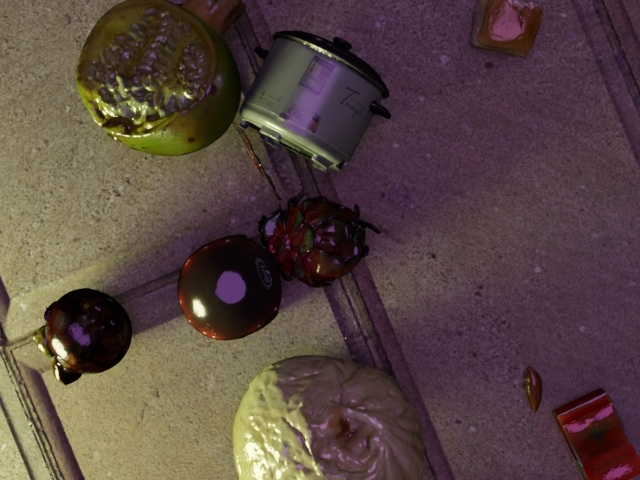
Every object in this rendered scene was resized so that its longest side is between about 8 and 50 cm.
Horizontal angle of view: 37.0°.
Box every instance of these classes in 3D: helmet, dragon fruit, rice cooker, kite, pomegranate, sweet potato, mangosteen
[{"bbox_3d":[-0.168,0.089,1.782,0.216,0.193,0.189,-23,89,41],"label":"helmet"},{"bbox_3d":[-0.008,0.000,1.786,0.188,0.182,0.182,12,89,37],"label":"dragon fruit"},{"bbox_3d":[-0.009,-0.264,1.750,0.280,0.241,0.227,27,90,16],"label":"rice cooker"},{"bbox_3d":[-0.130,-0.169,1.782,0.009,0.189,0.232,-29,65,-4],"label":"kite"},{"bbox_3d":[-0.260,-0.311,1.753,0.309,0.216,0.359,32,76,26],"label":"pomegranate"},{"bbox_3d":[0.415,0.289,1.862,0.034,0.034,0.095,-6,101,-1],"label":"sweet potato"},{"bbox_3d":[-0.441,0.181,1.788,0.172,0.172,0.184,34,115,-1],"label":"mangosteen"}]

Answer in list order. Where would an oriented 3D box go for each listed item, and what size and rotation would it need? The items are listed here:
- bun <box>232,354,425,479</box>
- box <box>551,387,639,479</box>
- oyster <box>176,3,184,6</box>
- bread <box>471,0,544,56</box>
[{"bbox_3d":[0.014,0.360,1.722,0.348,0.227,0.352,-32,74,-15],"label":"bun"},{"bbox_3d":[0.537,0.389,1.855,0.112,0.048,0.175,-25,91,0],"label":"box"},{"bbox_3d":[-0.297,-0.425,1.850,0.132,0.029,0.086,19,83,2],"label":"oyster"},{"bbox_3d":[0.361,-0.415,1.838,0.125,0.082,0.106,13,83,-4],"label":"bread"}]
